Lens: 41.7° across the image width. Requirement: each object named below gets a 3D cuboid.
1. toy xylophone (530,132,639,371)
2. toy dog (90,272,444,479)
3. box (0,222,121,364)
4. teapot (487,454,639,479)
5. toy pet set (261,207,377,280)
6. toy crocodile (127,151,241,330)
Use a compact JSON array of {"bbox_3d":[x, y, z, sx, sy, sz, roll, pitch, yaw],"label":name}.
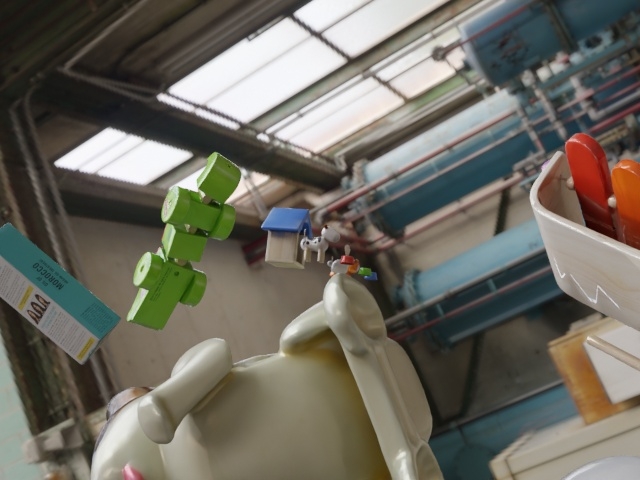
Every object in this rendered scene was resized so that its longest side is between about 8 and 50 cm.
[{"bbox_3d":[0.317,0.045,0.754,0.323,0.081,0.236,37,161,41],"label":"toy xylophone"},{"bbox_3d":[-0.088,0.230,1.002,0.395,0.408,0.284,-26,-86,-80],"label":"toy dog"},{"bbox_3d":[-0.455,0.090,1.388,0.244,0.100,0.060,41,-137,-3],"label":"box"},{"bbox_3d":[0.280,0.339,0.806,0.187,0.256,0.252,-14,-101,-34],"label":"teapot"},{"bbox_3d":[0.000,0.000,0.933,0.122,0.114,0.065,37,-122,-71],"label":"toy pet set"},{"bbox_3d":[-0.241,0.006,1.461,0.115,0.340,0.105,18,-163,-27],"label":"toy crocodile"}]
